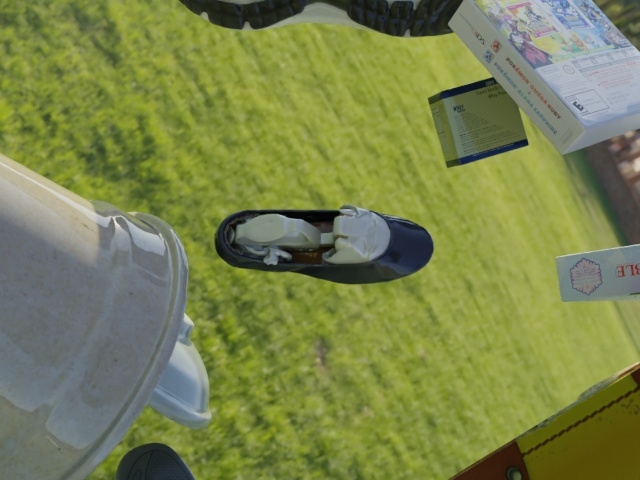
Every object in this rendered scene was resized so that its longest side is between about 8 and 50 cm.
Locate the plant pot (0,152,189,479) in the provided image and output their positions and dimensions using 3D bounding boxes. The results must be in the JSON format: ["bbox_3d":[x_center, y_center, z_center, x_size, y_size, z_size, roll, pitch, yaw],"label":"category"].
[{"bbox_3d":[-0.340,0.034,0.929,0.305,0.333,0.334,41,29,-35],"label":"plant pot"}]

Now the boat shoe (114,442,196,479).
[{"bbox_3d":[-0.181,0.411,1.308,0.321,0.118,0.103,68,-24,12],"label":"boat shoe"}]

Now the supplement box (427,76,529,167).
[{"bbox_3d":[0.173,-0.132,1.168,0.056,0.083,0.083,-175,-112,-80],"label":"supplement box"}]

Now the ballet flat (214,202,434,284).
[{"bbox_3d":[0.000,0.000,0.956,0.074,0.203,0.074,3,90,-82],"label":"ballet flat"}]

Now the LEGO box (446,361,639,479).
[{"bbox_3d":[0.331,0.271,0.512,0.372,0.193,0.500,-4,61,-48],"label":"LEGO box"}]

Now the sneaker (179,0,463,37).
[{"bbox_3d":[0.001,-0.318,1.240,0.182,0.410,0.158,-36,138,-66],"label":"sneaker"}]

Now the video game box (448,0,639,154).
[{"bbox_3d":[0.258,-0.187,1.107,0.205,0.048,0.187,-18,67,-43],"label":"video game box"}]

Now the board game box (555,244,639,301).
[{"bbox_3d":[0.533,0.034,1.408,0.318,0.318,0.066,3,80,-47],"label":"board game box"}]

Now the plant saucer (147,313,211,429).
[{"bbox_3d":[-0.273,0.081,1.371,0.400,0.100,0.400,41,-4,4],"label":"plant saucer"}]
